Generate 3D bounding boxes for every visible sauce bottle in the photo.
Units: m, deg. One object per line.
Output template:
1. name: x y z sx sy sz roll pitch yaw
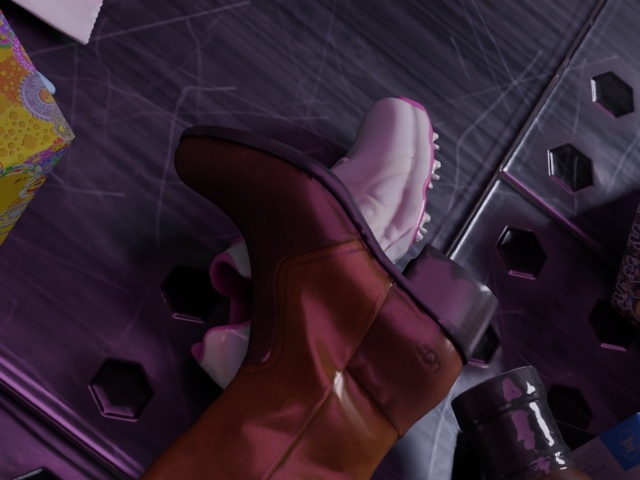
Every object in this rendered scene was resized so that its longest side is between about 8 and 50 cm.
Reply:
1. sauce bottle: 0.191 0.260 1.316 0.111 0.111 0.344 -16 74 -32

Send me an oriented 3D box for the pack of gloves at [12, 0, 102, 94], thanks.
1. pack of gloves: -0.280 -0.185 1.357 0.232 0.046 0.195 23 63 -15

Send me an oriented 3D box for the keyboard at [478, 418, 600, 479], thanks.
1. keyboard: 0.195 0.293 1.386 0.201 0.033 0.317 20 60 -16

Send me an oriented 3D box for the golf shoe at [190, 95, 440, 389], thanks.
1. golf shoe: 0.000 0.000 1.381 0.140 0.115 0.306 25 57 -10

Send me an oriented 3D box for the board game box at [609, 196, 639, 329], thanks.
1. board game box: 0.427 0.044 1.479 0.232 0.141 0.291 -21 46 -33

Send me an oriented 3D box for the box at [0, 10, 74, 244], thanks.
1. box: -0.351 -0.028 1.113 0.290 0.279 0.177 -26 80 -33

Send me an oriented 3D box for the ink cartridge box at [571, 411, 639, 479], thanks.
1. ink cartridge box: 0.262 0.225 1.369 0.060 0.104 0.180 -6 69 -28

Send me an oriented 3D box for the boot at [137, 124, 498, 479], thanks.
1. boot: -0.055 0.087 1.257 0.264 0.096 0.280 37 75 -1
